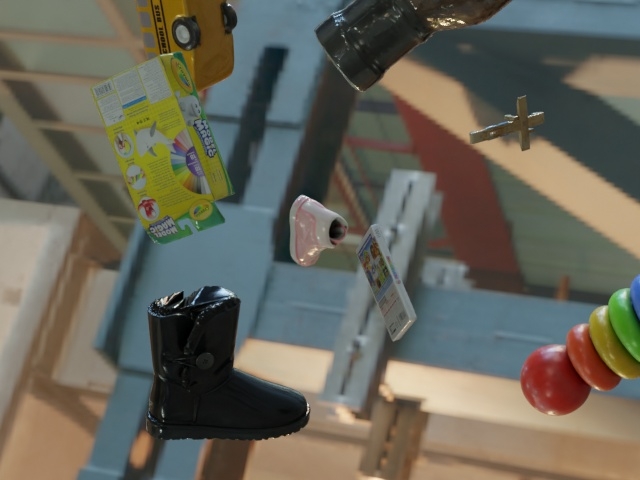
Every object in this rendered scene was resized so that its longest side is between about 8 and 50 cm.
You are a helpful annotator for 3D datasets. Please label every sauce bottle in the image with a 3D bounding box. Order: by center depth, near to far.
[{"bbox_3d":[0.146,-0.256,1.169,0.111,0.344,0.111,51,-168,-15],"label":"sauce bottle"}]

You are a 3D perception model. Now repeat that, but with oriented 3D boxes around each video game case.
[{"bbox_3d":[0.077,0.050,1.666,0.087,0.011,0.122,118,132,-67],"label":"video game case"}]

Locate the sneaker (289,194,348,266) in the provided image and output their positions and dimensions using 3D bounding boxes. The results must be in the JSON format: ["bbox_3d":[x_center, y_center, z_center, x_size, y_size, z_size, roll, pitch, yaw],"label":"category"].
[{"bbox_3d":[0.000,0.000,1.853,0.051,0.070,0.134,-54,-22,-29],"label":"sneaker"}]

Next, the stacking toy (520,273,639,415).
[{"bbox_3d":[0.385,0.114,1.713,0.141,0.330,0.141,37,-150,-27],"label":"stacking toy"}]

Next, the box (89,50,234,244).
[{"bbox_3d":[-0.157,-0.091,1.443,0.043,0.105,0.179,-23,-85,-55],"label":"box"}]

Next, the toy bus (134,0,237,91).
[{"bbox_3d":[-0.224,-0.403,2.235,0.108,0.130,0.333,-33,-59,-45],"label":"toy bus"}]

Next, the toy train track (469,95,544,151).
[{"bbox_3d":[0.159,-0.098,1.225,0.083,0.014,0.048,-18,-70,-32],"label":"toy train track"}]

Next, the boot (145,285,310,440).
[{"bbox_3d":[-0.123,0.169,1.965,0.094,0.246,0.207,-125,38,-62],"label":"boot"}]
